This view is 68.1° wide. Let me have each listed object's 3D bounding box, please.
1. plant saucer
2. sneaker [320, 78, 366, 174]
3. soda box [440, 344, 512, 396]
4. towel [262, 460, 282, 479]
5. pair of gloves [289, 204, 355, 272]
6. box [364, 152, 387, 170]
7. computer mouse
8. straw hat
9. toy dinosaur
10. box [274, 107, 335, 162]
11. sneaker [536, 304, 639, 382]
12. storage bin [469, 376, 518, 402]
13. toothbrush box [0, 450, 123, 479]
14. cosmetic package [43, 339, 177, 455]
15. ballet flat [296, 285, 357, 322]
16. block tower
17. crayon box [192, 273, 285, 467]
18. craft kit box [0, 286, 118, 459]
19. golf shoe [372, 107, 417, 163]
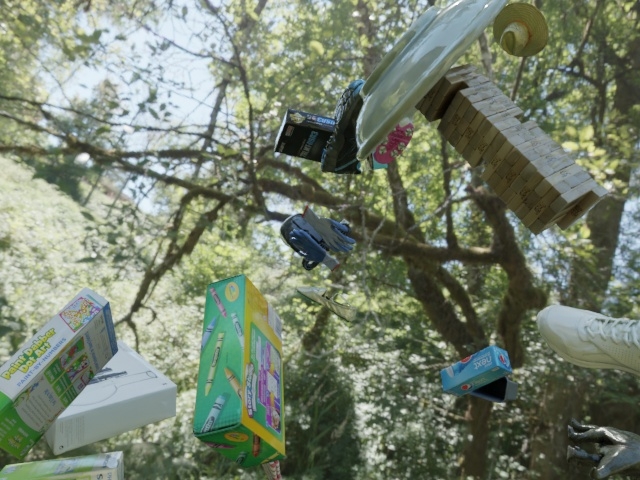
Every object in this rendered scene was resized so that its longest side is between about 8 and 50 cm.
[{"bbox_3d":[0.181,-0.332,0.917,0.100,0.400,0.400,42,-20,-4],"label":"plant saucer"},{"bbox_3d":[0.104,-0.337,1.448,0.140,0.125,0.340,11,-38,-9],"label":"sneaker"},{"bbox_3d":[0.462,0.394,1.422,0.067,0.071,0.210,27,-48,-24],"label":"soda box"},{"bbox_3d":[-0.111,0.474,1.033,0.144,0.029,0.196,47,-30,49],"label":"towel"},{"bbox_3d":[0.000,0.000,1.211,0.159,0.023,0.198,39,-38,6],"label":"pair of gloves"},{"bbox_3d":[0.207,-0.404,1.884,0.060,0.244,0.100,-10,9,-13],"label":"box"},{"bbox_3d":[-0.046,-0.027,1.455,0.272,0.188,0.072,28,-22,54],"label":"computer mouse"},{"bbox_3d":[0.458,-0.478,1.119,0.145,0.061,0.144,32,-21,14],"label":"straw hat"},{"bbox_3d":[0.562,0.398,0.895,0.161,0.120,0.313,-9,-31,33],"label":"toy dinosaur"},{"bbox_3d":[-0.022,-0.413,1.939,0.294,0.073,0.295,9,-16,-13],"label":"box"},{"bbox_3d":[0.425,0.134,0.651,0.232,0.090,0.115,20,-32,23],"label":"sneaker"},{"bbox_3d":[0.544,0.450,1.480,0.091,0.098,0.135,21,-13,-36],"label":"storage bin"},{"bbox_3d":[-0.649,0.667,1.183,0.284,0.206,0.122,0,-3,-17],"label":"toothbrush box"},{"bbox_3d":[-0.596,0.386,1.247,0.285,0.097,0.377,-1,11,-44],"label":"cosmetic package"},{"bbox_3d":[0.020,0.150,1.223,0.168,0.052,0.057,29,5,7],"label":"ballet flat"},{"bbox_3d":[0.302,-0.160,0.791,0.335,0.097,0.091,53,-31,21],"label":"block tower"},{"bbox_3d":[-0.131,0.218,0.817,0.081,0.278,0.165,-17,-44,11],"label":"crayon box"},{"bbox_3d":[-0.457,0.232,0.808,0.061,0.246,0.249,30,-37,2],"label":"craft kit box"},{"bbox_3d":[0.245,-0.399,1.568,0.115,0.306,0.140,22,6,-27],"label":"golf shoe"}]
